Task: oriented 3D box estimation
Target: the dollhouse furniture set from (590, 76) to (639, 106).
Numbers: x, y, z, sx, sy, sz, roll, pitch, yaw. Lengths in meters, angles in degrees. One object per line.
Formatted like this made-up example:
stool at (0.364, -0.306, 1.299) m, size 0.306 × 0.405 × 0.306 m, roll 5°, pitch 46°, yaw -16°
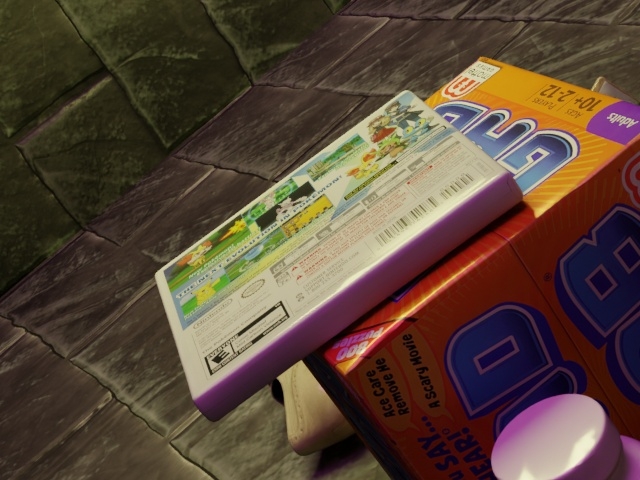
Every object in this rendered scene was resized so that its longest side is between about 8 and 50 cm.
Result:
dollhouse furniture set at (0.380, -0.098, 1.536) m, size 0.198 × 0.151 × 0.301 m, roll -60°, pitch 13°, yaw -1°

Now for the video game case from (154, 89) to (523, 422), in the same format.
video game case at (0.000, 0.000, 1.254) m, size 0.329 × 0.036 × 0.300 m, roll -36°, pitch 24°, yaw 1°

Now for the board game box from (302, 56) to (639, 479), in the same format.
board game box at (0.188, 0.085, 1.333) m, size 0.356 × 0.356 × 0.356 m, roll -38°, pitch 24°, yaw -6°

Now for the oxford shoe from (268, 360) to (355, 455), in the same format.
oxford shoe at (-0.020, 0.137, 1.780) m, size 0.146 × 0.140 × 0.397 m, roll -39°, pitch 21°, yaw 9°

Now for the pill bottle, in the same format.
pill bottle at (0.241, 0.248, 1.104) m, size 0.136 × 0.246 × 0.136 m, roll -28°, pitch 25°, yaw 14°
